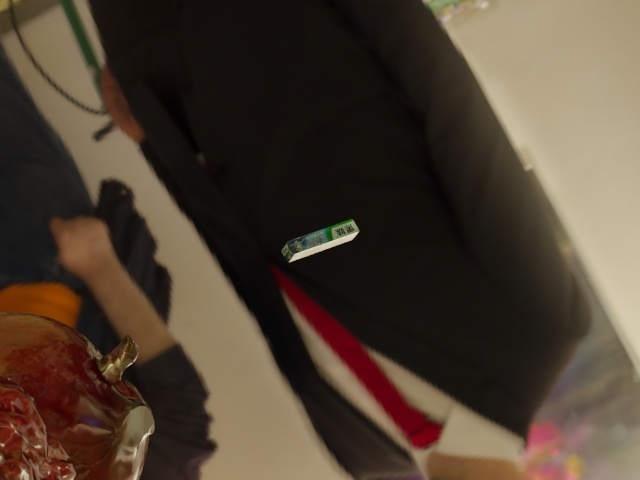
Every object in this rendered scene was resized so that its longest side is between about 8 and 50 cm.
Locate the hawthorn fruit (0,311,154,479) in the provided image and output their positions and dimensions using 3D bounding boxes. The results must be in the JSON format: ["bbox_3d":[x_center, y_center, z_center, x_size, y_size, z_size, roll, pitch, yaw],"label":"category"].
[{"bbox_3d":[-0.196,0.122,0.704,0.202,0.185,0.185,-33,167,-5],"label":"hawthorn fruit"}]

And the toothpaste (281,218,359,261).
[{"bbox_3d":[0.000,0.000,1.174,0.083,0.017,0.020,-20,161,-31],"label":"toothpaste"}]

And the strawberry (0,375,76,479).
[{"bbox_3d":[-0.219,0.117,0.408,0.274,0.274,0.220,-24,128,-7],"label":"strawberry"}]
